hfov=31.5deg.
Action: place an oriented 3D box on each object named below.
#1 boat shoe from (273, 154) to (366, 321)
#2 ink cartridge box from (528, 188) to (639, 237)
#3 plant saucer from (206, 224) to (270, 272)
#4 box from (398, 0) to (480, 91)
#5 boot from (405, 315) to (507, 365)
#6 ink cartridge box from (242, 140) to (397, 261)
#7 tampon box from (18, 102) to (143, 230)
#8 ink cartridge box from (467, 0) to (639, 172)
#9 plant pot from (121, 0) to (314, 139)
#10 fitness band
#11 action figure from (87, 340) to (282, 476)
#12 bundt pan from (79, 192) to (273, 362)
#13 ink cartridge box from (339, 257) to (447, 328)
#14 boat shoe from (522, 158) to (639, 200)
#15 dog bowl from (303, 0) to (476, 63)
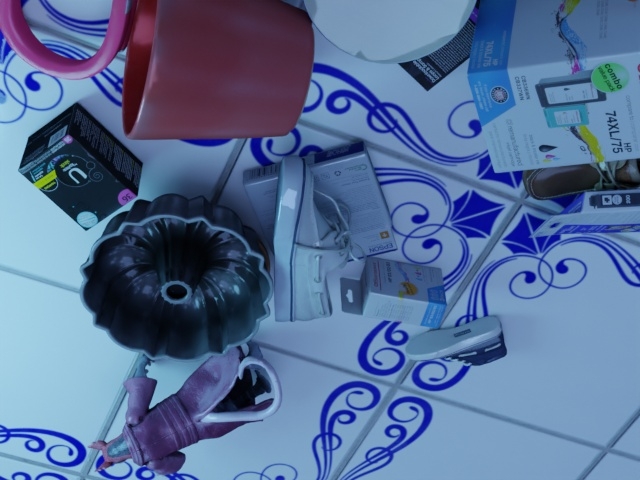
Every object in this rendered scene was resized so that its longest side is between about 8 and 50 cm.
[{"bbox_3d":[0.000,0.007,1.909,0.156,0.136,0.367,1,133,-2],"label":"boat shoe"},{"bbox_3d":[0.472,-0.046,1.923,0.208,0.045,0.206,-4,170,-2],"label":"ink cartridge box"},{"bbox_3d":[-0.190,0.039,2.048,0.200,0.037,0.200,-1,129,-1],"label":"plant saucer"},{"bbox_3d":[0.189,-0.324,1.782,0.162,0.029,0.116,-38,119,23],"label":"box"},{"bbox_3d":[0.263,0.214,2.177,0.190,0.069,0.086,-16,124,8],"label":"boot"},{"bbox_3d":[0.003,-0.052,1.977,0.223,0.045,0.224,-13,128,9],"label":"ink cartridge box"},{"bbox_3d":[-0.394,-0.121,1.874,0.120,0.101,0.161,-32,123,22],"label":"tampon box"},{"bbox_3d":[0.378,-0.246,1.670,0.270,0.197,0.198,-5,134,22],"label":"ink cartridge box"},{"bbox_3d":[-0.153,-0.268,1.688,0.243,0.275,0.275,7,128,-19],"label":"plant pot"},{"bbox_3d":[-0.376,-0.378,1.683,0.209,0.054,0.291,21,125,2],"label":"fitness band"},{"bbox_3d":[-0.254,0.350,2.132,0.370,0.276,0.248,-28,110,-14],"label":"action figure"},{"bbox_3d":[-0.243,0.050,1.953,0.331,0.124,0.331,-1,129,-1],"label":"bundt pan"},{"bbox_3d":[0.131,0.091,2.055,0.181,0.104,0.061,9,127,-9],"label":"ink cartridge box"},{"bbox_3d":[0.492,-0.142,1.877,0.324,0.116,0.123,-23,125,16],"label":"boat shoe"},{"bbox_3d":[0.101,-0.397,1.655,0.265,0.104,0.265,2,122,3],"label":"dog bowl"}]
